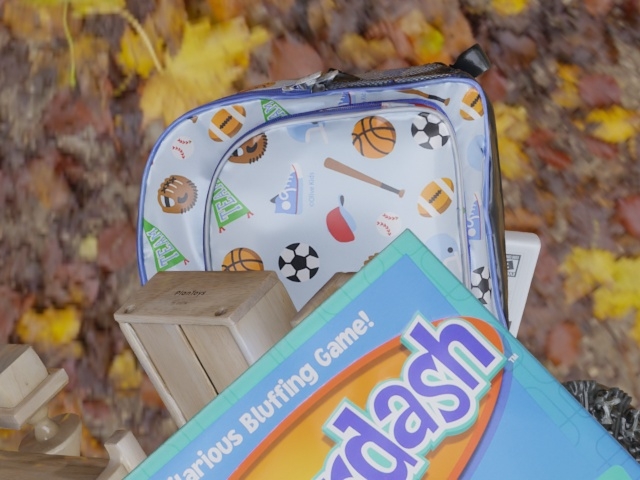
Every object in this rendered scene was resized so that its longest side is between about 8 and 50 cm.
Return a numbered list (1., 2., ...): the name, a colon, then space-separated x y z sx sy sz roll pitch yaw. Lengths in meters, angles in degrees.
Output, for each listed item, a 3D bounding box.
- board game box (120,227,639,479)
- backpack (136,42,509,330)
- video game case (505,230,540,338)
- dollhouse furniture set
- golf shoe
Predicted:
1. board game box: 0.039 0.125 0.493 0.160 0.047 0.210 -42 73 -8
2. backpack: 0.000 0.000 1.199 0.263 0.213 0.276 -4 90 10
3. video game case: 0.069 0.061 1.352 0.190 0.022 0.173 5 122 -9
4. dollhouse furniture set: -0.112 0.188 0.881 0.355 0.303 0.174 -47 120 -37
5. golf shoe: 0.152 0.124 0.949 0.198 0.094 0.077 22 75 -45
